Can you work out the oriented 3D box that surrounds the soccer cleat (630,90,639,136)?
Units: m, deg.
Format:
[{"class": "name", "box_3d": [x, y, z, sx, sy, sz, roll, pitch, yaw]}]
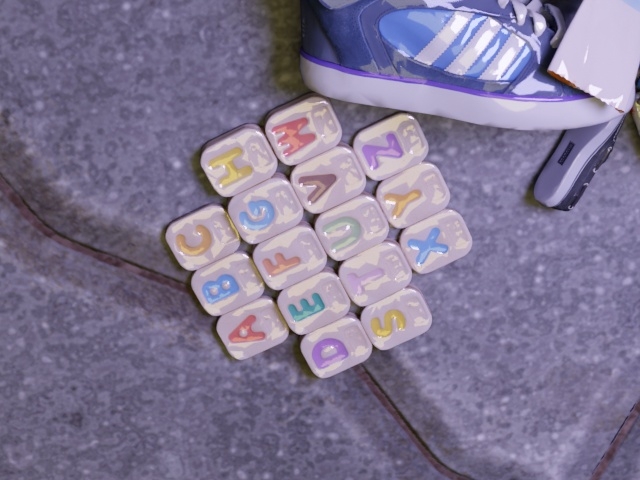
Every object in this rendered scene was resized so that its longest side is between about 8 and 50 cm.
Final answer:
[{"class": "soccer cleat", "box_3d": [0.327, -0.107, 1.285, 0.029, 0.035, 0.083, -18, 112, 3]}]

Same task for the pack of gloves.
[{"class": "pack of gloves", "box_3d": [0.327, -0.205, 1.186, 0.195, 0.046, 0.232, 28, 81, -12]}]

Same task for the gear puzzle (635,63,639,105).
[{"class": "gear puzzle", "box_3d": [0.463, -0.129, 1.222, 0.339, 0.044, 0.175, 33, 103, 4]}]

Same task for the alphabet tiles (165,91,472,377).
[{"class": "alphabet tiles", "box_3d": [0.000, 0.000, 1.310, 0.278, 0.021, 0.284, -25, 112, 6]}]

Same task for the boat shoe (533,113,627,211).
[{"class": "boat shoe", "box_3d": [0.264, -0.091, 1.285, 0.040, 0.049, 0.142, 22, 111, -33]}]

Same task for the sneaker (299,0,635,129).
[{"class": "sneaker", "box_3d": [0.141, -0.236, 1.167, 0.323, 0.130, 0.236, 6, 115, -1]}]
